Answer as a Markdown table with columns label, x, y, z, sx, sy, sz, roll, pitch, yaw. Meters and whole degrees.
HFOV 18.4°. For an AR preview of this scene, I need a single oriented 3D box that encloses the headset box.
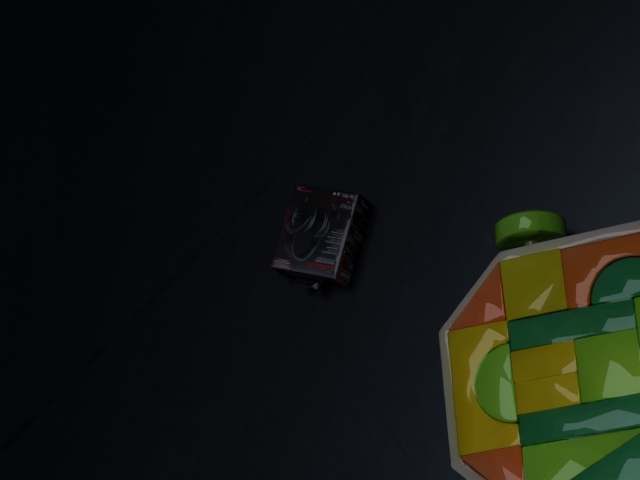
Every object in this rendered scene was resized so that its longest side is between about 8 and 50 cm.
| label | x | y | z | sx | sy | sz | roll | pitch | yaw |
| --- | --- | --- | --- | --- | --- | --- | --- | --- | --- |
| headset box | 0.000 | 0.000 | 1.624 | 0.062 | 0.032 | 0.083 | 11 | 76 | 28 |

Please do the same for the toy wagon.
| label | x | y | z | sx | sy | sz | roll | pitch | yaw |
| --- | --- | --- | --- | --- | --- | --- | --- | --- | --- |
| toy wagon | 0.258 | 0.087 | 1.450 | 0.344 | 0.068 | 0.267 | -13 | 68 | 22 |
